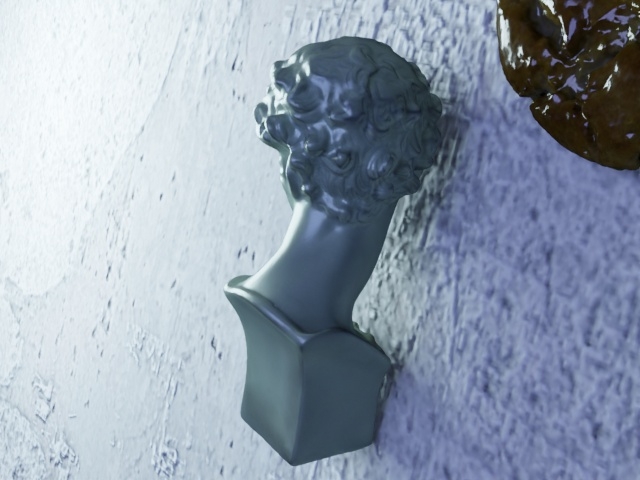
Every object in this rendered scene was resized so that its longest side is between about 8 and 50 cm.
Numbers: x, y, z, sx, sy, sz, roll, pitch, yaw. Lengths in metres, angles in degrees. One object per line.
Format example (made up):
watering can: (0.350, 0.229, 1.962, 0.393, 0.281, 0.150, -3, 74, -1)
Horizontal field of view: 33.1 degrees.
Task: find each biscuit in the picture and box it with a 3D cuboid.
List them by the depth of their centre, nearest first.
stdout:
biscuit: (0.181, -0.144, 0.579, 0.226, 0.042, 0.226, -14, 72, 49)

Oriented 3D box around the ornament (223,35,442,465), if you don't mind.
ornament: (0.004, 0.006, 0.712, 0.130, 0.120, 0.285, 7, 90, 51)
